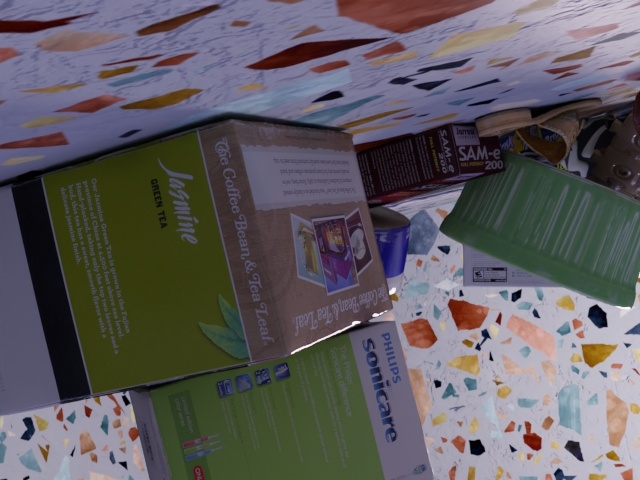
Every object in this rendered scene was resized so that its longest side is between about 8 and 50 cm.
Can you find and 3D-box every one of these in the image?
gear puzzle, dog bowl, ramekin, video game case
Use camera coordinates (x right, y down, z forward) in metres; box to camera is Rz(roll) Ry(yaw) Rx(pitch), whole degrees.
[{"bbox_3d":[0.507,-0.127,1.547,0.044,0.175,0.339,-59,172,-31],"label":"gear puzzle"},{"bbox_3d":[0.000,0.000,1.562,0.265,0.104,0.265,9,-168,-2],"label":"dog bowl"},{"bbox_3d":[0.342,-0.026,1.529,0.303,0.148,0.303,22,-174,-3],"label":"ramekin"},{"bbox_3d":[0.414,-0.032,2.032,0.270,0.244,0.061,0,-169,7],"label":"video game case"}]

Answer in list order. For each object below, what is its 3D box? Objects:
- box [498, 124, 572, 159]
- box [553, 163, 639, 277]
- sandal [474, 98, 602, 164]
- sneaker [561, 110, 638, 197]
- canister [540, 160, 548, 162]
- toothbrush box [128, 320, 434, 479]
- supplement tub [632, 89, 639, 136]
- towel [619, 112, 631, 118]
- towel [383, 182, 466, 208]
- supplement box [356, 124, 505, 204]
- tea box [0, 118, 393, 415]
[{"bbox_3d":[0.331,-0.150,1.679,0.059,0.054,0.169,-12,178,-23],"label":"box"},{"bbox_3d":[0.520,-0.065,1.873,0.270,0.216,0.060,17,157,-42],"label":"box"},{"bbox_3d":[0.305,-0.140,1.419,0.240,0.079,0.088,-12,178,-40],"label":"sandal"},{"bbox_3d":[0.506,-0.112,1.704,0.094,0.235,0.153,-28,176,-40],"label":"sneaker"},{"bbox_3d":[0.462,-0.106,2.110,0.126,0.170,0.073,-15,177,36],"label":"canister"},{"bbox_3d":[-0.040,0.220,1.121,0.283,0.206,0.122,-14,180,-21],"label":"toothbrush box"},{"bbox_3d":[0.487,-0.175,1.290,0.106,0.106,0.198,-12,178,-21],"label":"supplement tub"},{"bbox_3d":[0.679,-0.123,1.803,0.235,0.121,0.283,-14,137,32],"label":"towel"},{"bbox_3d":[0.144,-0.090,1.906,0.209,0.034,0.285,-12,-174,-10],"label":"towel"},{"bbox_3d":[0.121,-0.099,1.460,0.239,0.073,0.130,-16,176,38],"label":"supplement box"},{"bbox_3d":[-0.136,0.023,1.084,0.324,0.220,0.329,-13,179,20],"label":"tea box"}]
